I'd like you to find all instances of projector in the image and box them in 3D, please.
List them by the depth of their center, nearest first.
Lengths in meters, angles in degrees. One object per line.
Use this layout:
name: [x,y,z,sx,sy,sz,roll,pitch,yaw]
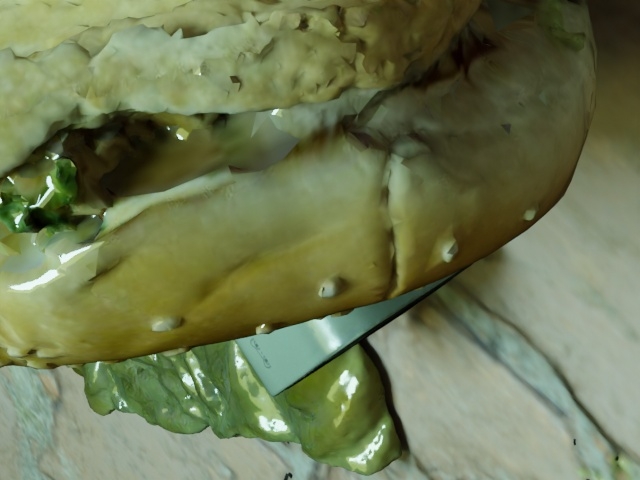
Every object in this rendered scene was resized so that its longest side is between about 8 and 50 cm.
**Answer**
projector: [0.000,0.000,0.670,0.082,0.083,0.083,56,150,4]

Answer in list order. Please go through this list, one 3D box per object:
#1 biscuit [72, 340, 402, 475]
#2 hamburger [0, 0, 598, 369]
biscuit: [-0.078,0.020,0.854,0.273,0.036,0.187,0,117,56]
hamburger: [-0.057,-0.059,0.539,0.286,0.243,0.146,12,131,38]
